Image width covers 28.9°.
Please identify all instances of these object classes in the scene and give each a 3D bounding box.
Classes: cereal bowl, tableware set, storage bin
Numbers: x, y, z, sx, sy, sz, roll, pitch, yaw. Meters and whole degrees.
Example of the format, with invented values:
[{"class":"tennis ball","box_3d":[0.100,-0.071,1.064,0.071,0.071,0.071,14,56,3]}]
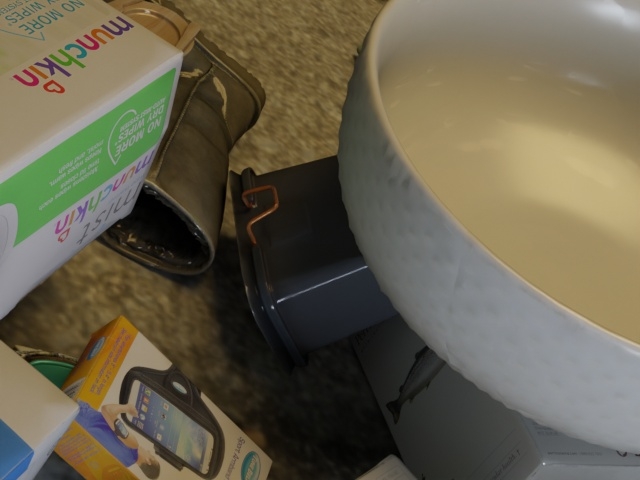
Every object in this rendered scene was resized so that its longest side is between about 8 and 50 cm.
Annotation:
[{"class":"cereal bowl","box_3d":[0.160,-0.008,0.724,0.339,0.141,0.339,14,41,-12]},{"class":"tableware set","box_3d":[-0.170,-0.154,0.822,0.168,0.020,0.141,36,42,11]},{"class":"storage bin","box_3d":[0.000,0.000,0.785,0.135,0.091,0.098,-103,170,-47]}]

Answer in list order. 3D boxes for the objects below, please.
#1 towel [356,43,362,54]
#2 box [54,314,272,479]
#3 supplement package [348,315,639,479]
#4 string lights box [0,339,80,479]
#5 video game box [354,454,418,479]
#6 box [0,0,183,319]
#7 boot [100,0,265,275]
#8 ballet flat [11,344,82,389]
[{"class":"towel","box_3d":[0.189,-0.086,1.069,0.248,0.038,0.325,19,16,-25]},{"class":"box","box_3d":[-0.075,0.111,0.635,0.136,0.028,0.081,45,31,-17]},{"class":"supplement package","box_3d":[0.111,0.099,0.787,0.105,0.105,0.179,7,42,-34]},{"class":"string lights box","box_3d":[-0.201,0.136,0.413,0.077,0.133,0.260,39,32,3]},{"class":"video game box","box_3d":[0.045,0.218,0.586,0.205,0.048,0.187,47,31,18]},{"class":"box","box_3d":[-0.238,-0.053,0.585,0.231,0.127,0.262,33,39,10]},{"class":"boot","box_3d":[-0.129,-0.085,0.841,0.189,0.076,0.208,30,39,-6]},{"class":"ballet flat","box_3d":[-0.162,0.068,0.632,0.114,0.041,0.041,8,42,-39]}]
